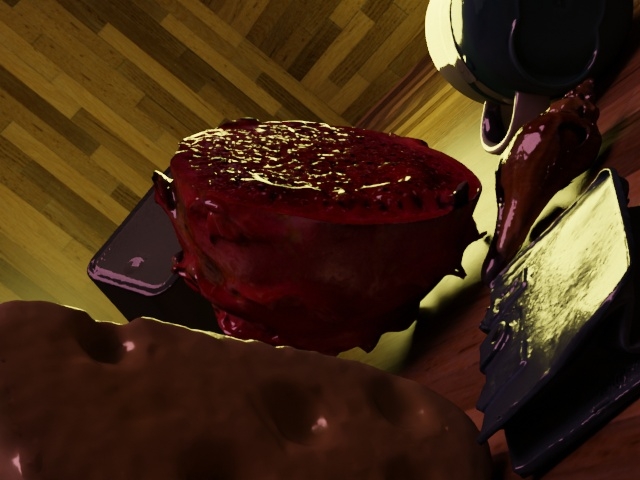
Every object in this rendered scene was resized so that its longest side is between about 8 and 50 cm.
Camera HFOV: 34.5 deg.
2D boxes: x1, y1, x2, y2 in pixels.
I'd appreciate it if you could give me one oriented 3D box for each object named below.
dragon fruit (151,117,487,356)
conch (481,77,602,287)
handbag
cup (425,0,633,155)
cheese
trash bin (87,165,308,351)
[{"bbox_3d":[0.000,0.000,1.216,0.386,0.371,0.249,-21,-55,-49],"label":"dragon fruit"},{"bbox_3d":[0.218,-0.068,1.057,0.233,0.080,0.086,-51,-1,8],"label":"conch"},{"bbox_3d":[0.180,0.053,0.756,0.179,0.062,0.229,-48,8,27],"label":"handbag"},{"bbox_3d":[0.257,-0.250,1.301,0.257,0.219,0.290,-141,59,-83],"label":"cup"},{"bbox_3d":[-0.026,0.184,0.658,0.104,0.384,0.384,-55,4,35],"label":"cheese"},{"bbox_3d":[-0.139,0.090,1.466,0.158,0.343,0.223,12,54,38],"label":"trash bin"}]
